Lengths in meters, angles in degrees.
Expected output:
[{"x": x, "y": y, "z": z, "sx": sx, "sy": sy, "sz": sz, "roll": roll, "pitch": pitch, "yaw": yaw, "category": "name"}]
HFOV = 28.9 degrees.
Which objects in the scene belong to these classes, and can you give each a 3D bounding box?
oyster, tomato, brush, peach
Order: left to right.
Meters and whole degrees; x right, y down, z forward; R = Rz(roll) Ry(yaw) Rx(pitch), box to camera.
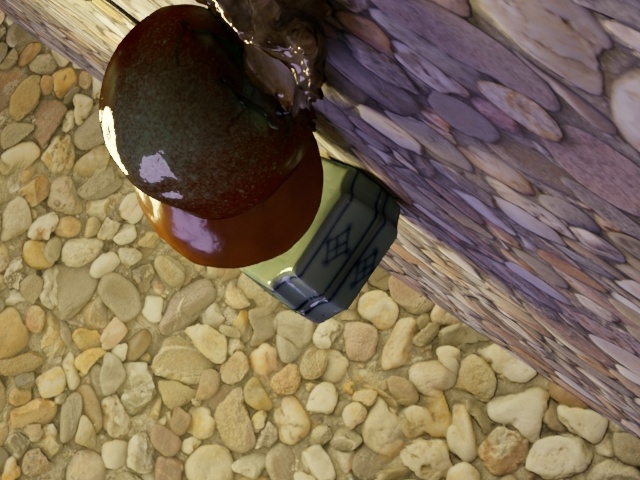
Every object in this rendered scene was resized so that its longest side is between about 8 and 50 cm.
[{"x": -0.424, "y": -0.460, "z": 2.385, "sx": 0.190, "sy": 0.028, "sz": 0.034, "roll": 37, "pitch": 176, "yaw": -17, "category": "brush"}, {"x": -0.163, "y": -0.165, "z": 1.697, "sx": 0.303, "sy": 0.239, "sz": 0.303, "roll": 37, "pitch": -156, "yaw": -19, "category": "tomato"}, {"x": -0.159, "y": -0.126, "z": 2.092, "sx": 0.342, "sy": 0.342, "sz": 0.302, "roll": 31, "pitch": 130, "yaw": 53, "category": "peach"}, {"x": -0.071, "y": -0.249, "z": 1.412, "sx": 0.221, "sy": 0.096, "sz": 0.361, "roll": 41, "pitch": 175, "yaw": -8, "category": "oyster"}]

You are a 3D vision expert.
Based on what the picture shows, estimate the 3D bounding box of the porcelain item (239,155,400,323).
[{"x": 0.000, "y": 0.000, "z": 2.327, "sx": 0.157, "sy": 0.286, "sz": 0.281, "roll": 37, "pitch": 174, "yaw": -26, "category": "porcelain item"}]
